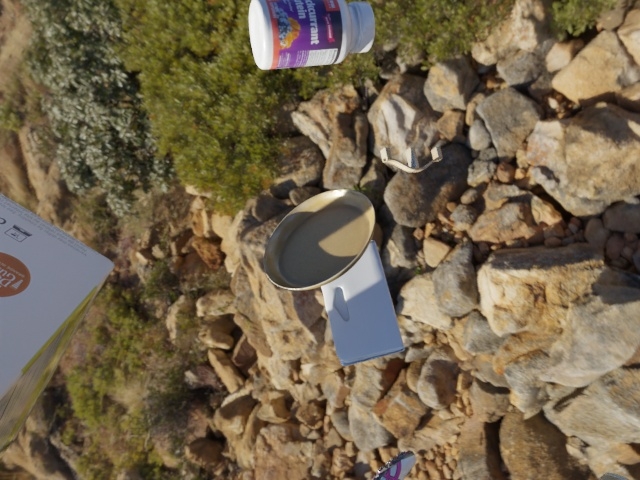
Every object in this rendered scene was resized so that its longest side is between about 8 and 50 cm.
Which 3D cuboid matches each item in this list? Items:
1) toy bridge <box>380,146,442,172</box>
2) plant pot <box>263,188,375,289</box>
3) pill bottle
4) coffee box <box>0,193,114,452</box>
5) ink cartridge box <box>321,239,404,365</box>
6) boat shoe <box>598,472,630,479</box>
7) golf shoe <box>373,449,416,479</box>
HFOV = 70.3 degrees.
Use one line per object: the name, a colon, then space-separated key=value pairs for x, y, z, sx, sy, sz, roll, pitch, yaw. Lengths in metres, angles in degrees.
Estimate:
toy bridge: x=0.241 y=-0.211 z=1.189 sx=0.026 sy=0.188 sz=0.063 roll=-30 pitch=70 yaw=62
plant pot: x=0.000 y=0.000 z=0.852 sx=0.236 sy=0.032 sz=0.236 roll=-22 pitch=41 yaw=21
pill bottle: x=-0.013 y=-0.347 z=0.753 sx=0.108 sy=0.193 sz=0.108 roll=168 pitch=90 yaw=-74
coffee box: x=-0.453 y=0.126 z=0.369 sx=0.338 sy=0.337 sz=0.334 roll=-50 pitch=15 yaw=26
ink cartridge box: x=0.093 y=0.149 z=1.003 sx=0.129 sy=0.307 sz=0.223 roll=-15 pitch=75 yaw=5
boat shoe: x=0.502 y=0.438 z=0.730 sx=0.059 sy=0.170 sz=0.063 roll=-13 pitch=95 yaw=-6
golf shoe: x=0.145 y=0.534 z=0.976 sx=0.186 sy=0.067 sz=0.086 roll=-37 pitch=66 yaw=-15
